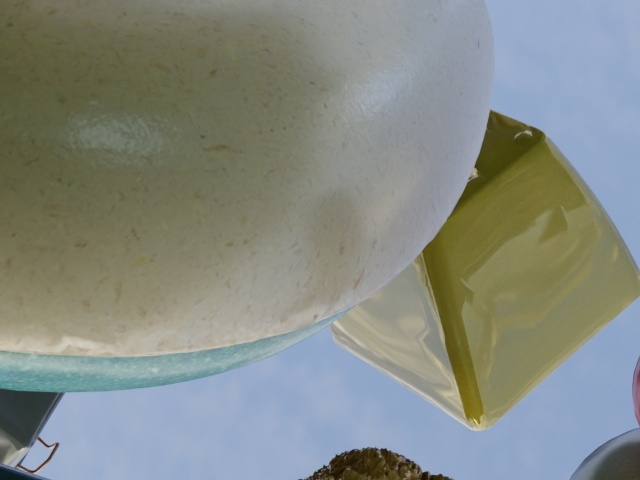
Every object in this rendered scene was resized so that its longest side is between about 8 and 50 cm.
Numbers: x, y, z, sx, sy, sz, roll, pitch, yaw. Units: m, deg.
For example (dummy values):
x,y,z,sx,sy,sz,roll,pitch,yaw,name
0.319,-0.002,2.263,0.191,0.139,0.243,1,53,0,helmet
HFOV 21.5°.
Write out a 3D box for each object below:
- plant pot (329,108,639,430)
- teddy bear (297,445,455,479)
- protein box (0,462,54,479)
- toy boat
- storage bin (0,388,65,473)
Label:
x,y,z,sx,sy,sz,roll,pitch,yaw,name
0.119,-0.003,1.454,0.212,0.187,0.212,-39,-140,-19,plant pot
-0.020,0.278,1.408,0.338,0.245,0.113,-20,-134,39,teddy bear
-0.086,0.216,0.705,0.200,0.136,0.201,11,-102,35,protein box
0.000,0.000,0.494,0.318,0.267,0.148,26,-57,18,toy boat
-0.243,0.134,1.334,0.091,0.098,0.135,-39,-164,42,storage bin
